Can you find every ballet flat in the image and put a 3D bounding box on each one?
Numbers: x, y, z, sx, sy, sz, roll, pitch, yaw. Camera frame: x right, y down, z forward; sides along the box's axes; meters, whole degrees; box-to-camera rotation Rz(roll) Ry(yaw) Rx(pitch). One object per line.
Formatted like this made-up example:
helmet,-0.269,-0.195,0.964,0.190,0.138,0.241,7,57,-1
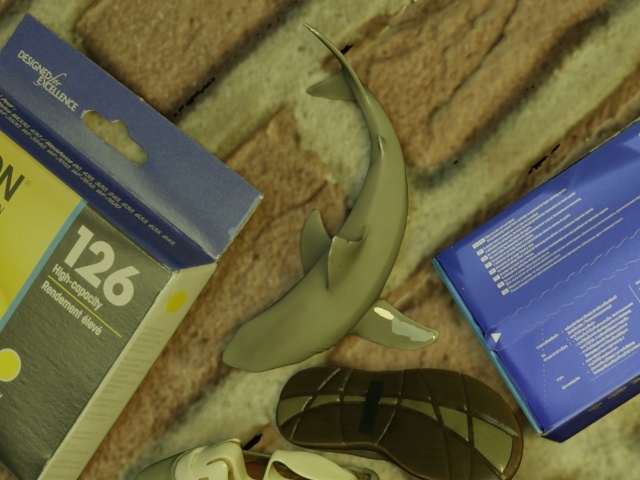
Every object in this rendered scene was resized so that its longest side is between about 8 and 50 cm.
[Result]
ballet flat,-0.049,0.187,1.379,0.213,0.068,0.072,8,40,18

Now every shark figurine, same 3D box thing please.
shark figurine,0.022,-0.019,1.376,0.166,0.116,0.278,14,87,20

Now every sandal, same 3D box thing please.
sandal,0.064,0.148,1.359,0.219,0.060,0.090,2,66,34

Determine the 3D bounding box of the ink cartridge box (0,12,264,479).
ink cartridge box,-0.248,0.003,1.478,0.303,0.072,0.307,37,100,25

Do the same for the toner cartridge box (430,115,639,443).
toner cartridge box,0.273,-0.011,1.302,0.348,0.075,0.165,-34,70,11
